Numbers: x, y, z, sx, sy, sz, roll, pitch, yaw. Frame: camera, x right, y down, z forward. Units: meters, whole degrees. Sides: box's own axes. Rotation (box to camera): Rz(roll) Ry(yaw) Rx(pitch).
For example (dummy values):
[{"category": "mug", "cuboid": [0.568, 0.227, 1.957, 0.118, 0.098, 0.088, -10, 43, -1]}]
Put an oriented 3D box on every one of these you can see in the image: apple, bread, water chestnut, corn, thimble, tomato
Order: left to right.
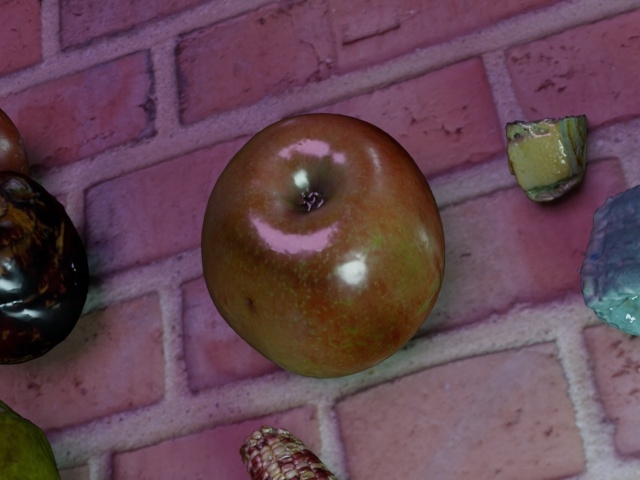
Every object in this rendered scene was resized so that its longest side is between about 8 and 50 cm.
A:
[{"category": "tomato", "cuboid": [-0.530, -0.098, 1.899, 0.155, 0.214, 0.181, 45, 59, -7]}, {"category": "water chestnut", "cuboid": [-0.466, 0.047, 1.757, 0.244, 0.289, 0.289, -21, 58, 25]}, {"category": "corn", "cuboid": [-0.002, 0.336, 1.498, 0.098, 0.098, 0.290, -43, 53, -1]}, {"category": "apple", "cuboid": [0.000, 0.000, 1.553, 0.319, 0.277, 0.319, -9, 62, 18]}, {"category": "bread", "cuboid": [0.295, -0.106, 1.587, 0.103, 0.156, 0.110, -10, 94, 27]}, {"category": "thimble", "cuboid": [0.410, 0.026, 1.402, 0.235, 0.198, 0.143, 5, 66, 20]}]

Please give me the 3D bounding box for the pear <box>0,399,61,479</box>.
[{"category": "pear", "cuboid": [-0.490, 0.373, 1.560, 0.352, 0.352, 0.413, 23, 83, 31]}]
